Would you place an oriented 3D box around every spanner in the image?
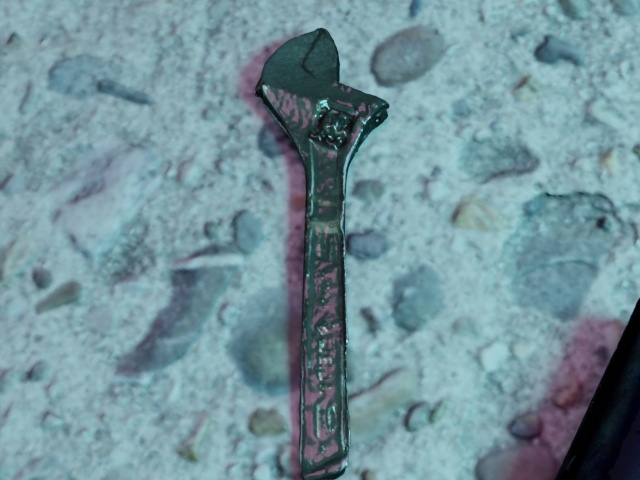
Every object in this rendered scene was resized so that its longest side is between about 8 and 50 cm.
[{"bbox_3d":[0.000,0.000,1.004,0.093,0.026,0.325,-1,66,2],"label":"spanner"}]

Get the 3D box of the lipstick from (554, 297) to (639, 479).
[{"bbox_3d":[0.141,0.219,0.871,0.077,0.077,0.418,23,69,12],"label":"lipstick"}]
